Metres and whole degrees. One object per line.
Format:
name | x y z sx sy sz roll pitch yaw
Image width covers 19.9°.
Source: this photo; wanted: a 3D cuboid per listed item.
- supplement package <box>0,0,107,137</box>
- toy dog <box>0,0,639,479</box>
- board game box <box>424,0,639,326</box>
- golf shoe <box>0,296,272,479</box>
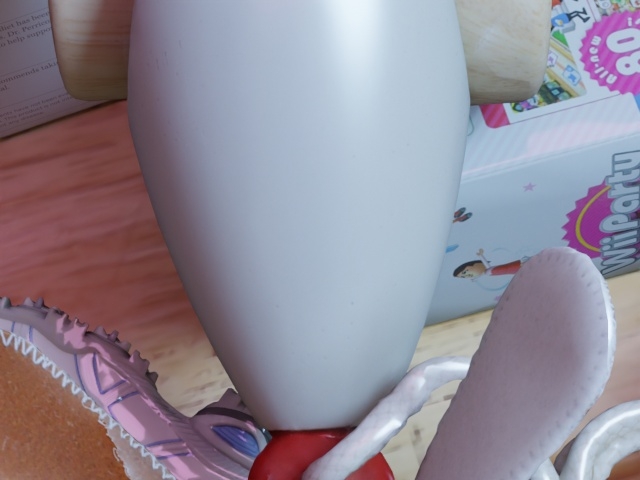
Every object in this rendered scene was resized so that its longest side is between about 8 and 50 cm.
supplement package | -0.130 -0.134 0.688 0.105 0.179 0.105 -19 59 -4
toy dog | 0.000 0.000 0.503 0.220 0.161 0.333 -23 70 -4
board game box | 0.104 -0.107 0.689 0.303 0.097 0.224 -14 59 -2
golf shoe | -0.076 0.078 0.623 0.176 0.069 0.086 23 71 21
